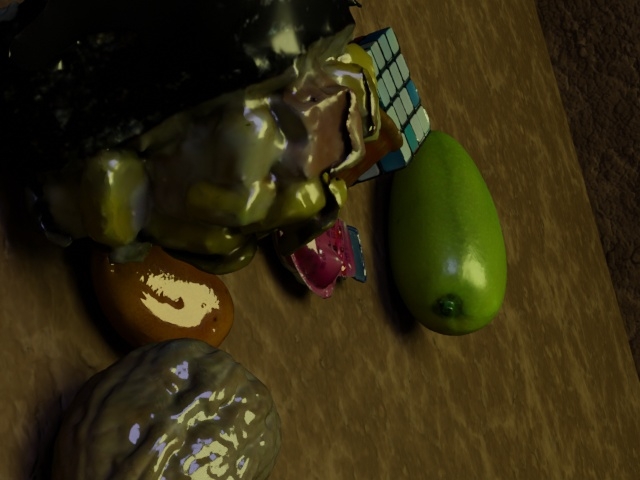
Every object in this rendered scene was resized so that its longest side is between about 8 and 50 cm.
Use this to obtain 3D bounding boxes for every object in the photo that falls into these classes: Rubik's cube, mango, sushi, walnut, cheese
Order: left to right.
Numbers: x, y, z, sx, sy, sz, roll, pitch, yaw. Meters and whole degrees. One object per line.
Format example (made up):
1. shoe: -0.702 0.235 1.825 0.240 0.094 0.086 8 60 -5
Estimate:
1. mango: -0.155 0.057 1.325 0.159 0.084 0.105 31 55 -25
2. walnut: -0.133 0.182 1.186 0.178 0.178 0.230 64 33 -22
3. sushi: -0.106 -0.136 1.259 0.328 0.328 0.285 -88 153 -71
4. cheese: 0.000 0.000 1.738 0.244 0.062 0.155 21 57 -64
5. Rubik's cube: 0.034 -0.163 1.812 0.154 0.151 0.155 66 25 -16
6. mango: 0.178 -0.017 2.036 0.192 0.156 0.343 50 30 -48

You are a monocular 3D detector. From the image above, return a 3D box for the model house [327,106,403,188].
1. model house: -0.048 -0.125 1.508 0.199 0.229 0.219 54 28 -51
